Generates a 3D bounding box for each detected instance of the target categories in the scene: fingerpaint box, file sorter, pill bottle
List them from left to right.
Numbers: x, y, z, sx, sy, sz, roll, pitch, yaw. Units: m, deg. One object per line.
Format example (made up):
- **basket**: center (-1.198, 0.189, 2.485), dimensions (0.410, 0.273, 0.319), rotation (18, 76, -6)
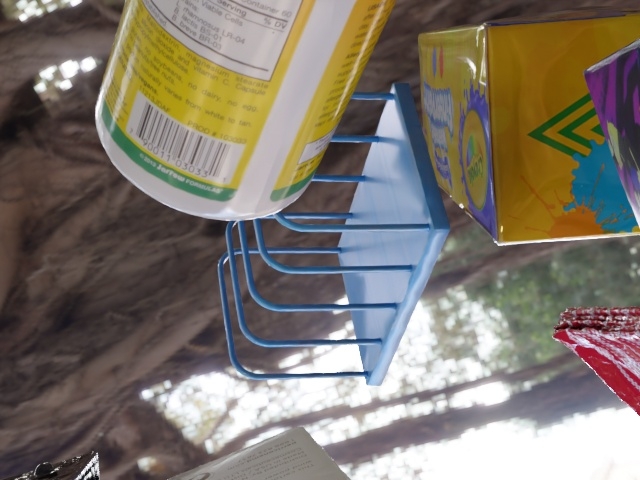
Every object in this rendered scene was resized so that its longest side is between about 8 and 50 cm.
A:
- **pill bottle**: center (-0.025, -0.119, 0.561), dimensions (0.117, 0.208, 0.117), rotation (14, -138, -13)
- **file sorter**: center (0.000, 0.000, 0.785), dimensions (0.104, 0.170, 0.118), rotation (0, -128, -15)
- **fingerpaint box**: center (0.289, -0.120, 1.041), dimensions (0.445, 0.371, 0.163), rotation (-93, -2, -81)

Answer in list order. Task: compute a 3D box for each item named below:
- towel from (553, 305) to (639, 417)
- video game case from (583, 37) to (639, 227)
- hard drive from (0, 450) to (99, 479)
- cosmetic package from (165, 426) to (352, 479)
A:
- **towel**: center (0.313, 0.127, 0.995), dimensions (0.199, 0.275, 0.031), rotation (43, -103, -8)
- **video game case**: center (0.138, 0.037, 0.293), dimensions (0.232, 0.042, 0.210), rotation (-77, -33, -88)
- **hard drive**: center (-0.267, 0.200, 0.785), dimensions (0.172, 0.254, 0.054), rotation (147, 106, -84)
- **cosmetic package**: center (-0.070, 0.481, 1.389), dimensions (0.327, 0.329, 0.394), rotation (-157, 49, -73)
